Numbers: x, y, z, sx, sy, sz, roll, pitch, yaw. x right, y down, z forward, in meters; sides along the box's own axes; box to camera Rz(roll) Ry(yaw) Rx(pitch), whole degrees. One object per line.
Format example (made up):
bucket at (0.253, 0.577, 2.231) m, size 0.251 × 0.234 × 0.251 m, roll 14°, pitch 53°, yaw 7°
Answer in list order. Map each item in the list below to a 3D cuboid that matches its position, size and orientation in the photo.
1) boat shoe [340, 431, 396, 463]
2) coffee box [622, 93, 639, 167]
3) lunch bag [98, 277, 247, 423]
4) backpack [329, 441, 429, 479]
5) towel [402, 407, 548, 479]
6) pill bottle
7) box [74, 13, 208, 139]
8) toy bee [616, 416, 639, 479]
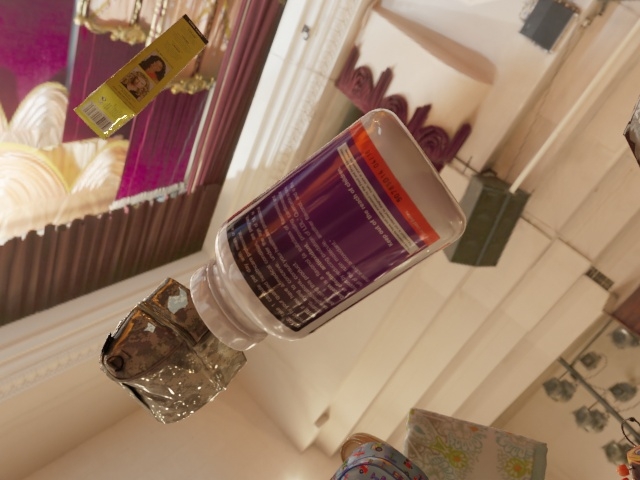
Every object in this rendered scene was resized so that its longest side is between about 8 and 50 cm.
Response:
boat shoe at (0.136, 0.509, 1.049) m, size 0.110 × 0.121 × 0.341 m, roll 15°, pitch -163°, yaw -43°
coffee box at (0.450, -0.128, 0.597) m, size 0.119 × 0.168 × 0.297 m, roll 12°, pitch -146°, yaw 11°
lunch bag at (-0.352, 0.276, 1.282) m, size 0.212 × 0.305 × 0.256 m, roll 25°, pitch -120°, yaw 27°
backpack at (0.073, 0.389, 0.770) m, size 0.158 × 0.173 × 0.117 m, roll 35°, pitch -177°, yaw 18°
towel at (0.330, 0.611, 1.249) m, size 0.320 × 0.374 × 0.090 m, roll 10°, pitch 176°, yaw 13°
pill bottle at (0.000, 0.000, 0.665) m, size 0.181 × 0.323 × 0.181 m, roll 50°, pitch -165°, yaw -19°
box at (-0.253, -0.243, 0.788) m, size 0.058 × 0.087 × 0.232 m, roll 48°, pitch -139°, yaw -26°
toy bee at (0.642, 0.431, 0.989) m, size 0.162 × 0.298 × 0.195 m, roll -15°, pitch -110°, yaw -21°
